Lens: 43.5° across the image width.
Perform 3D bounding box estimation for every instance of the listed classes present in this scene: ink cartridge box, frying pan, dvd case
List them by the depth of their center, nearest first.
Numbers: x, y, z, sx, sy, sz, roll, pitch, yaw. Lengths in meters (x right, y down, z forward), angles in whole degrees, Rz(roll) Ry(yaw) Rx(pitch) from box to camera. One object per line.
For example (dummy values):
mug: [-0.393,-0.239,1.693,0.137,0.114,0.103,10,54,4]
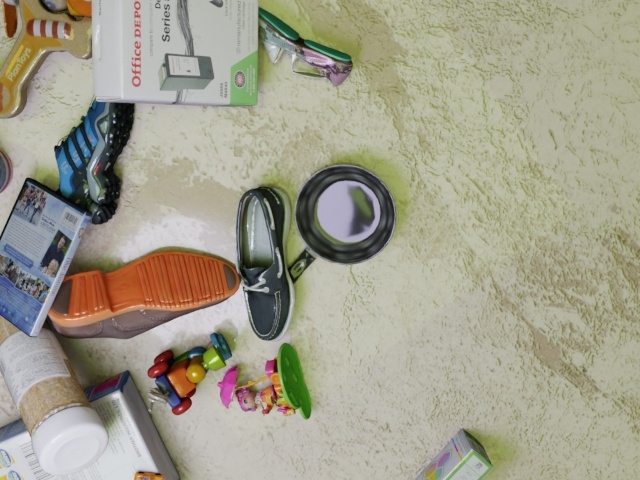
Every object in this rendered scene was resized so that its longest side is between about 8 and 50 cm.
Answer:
ink cartridge box: [-0.252,-0.340,1.420,0.273,0.115,0.198,-5,100,-38]
dvd case: [-0.535,0.028,1.489,0.180,0.022,0.253,27,93,30]
ink cartridge box: [-0.507,0.464,1.561,0.395,0.151,0.270,-24,96,-5]
frying pan: [0.029,0.008,1.567,0.197,0.053,0.326,20,107,3]
ink cartridge box: [0.245,0.488,1.605,0.062,0.109,0.209,41,96,-5]

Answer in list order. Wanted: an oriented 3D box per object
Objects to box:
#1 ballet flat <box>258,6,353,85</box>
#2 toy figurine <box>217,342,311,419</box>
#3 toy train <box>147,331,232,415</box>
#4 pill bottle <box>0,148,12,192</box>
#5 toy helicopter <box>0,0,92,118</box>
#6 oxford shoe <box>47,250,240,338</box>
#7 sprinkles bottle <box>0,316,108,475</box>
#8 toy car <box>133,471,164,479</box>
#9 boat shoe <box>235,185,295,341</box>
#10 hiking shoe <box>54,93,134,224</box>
ballet flat: [-0.047,-0.357,1.514,0.221,0.077,0.079,28,116,-4]
toy figurine: [-0.120,0.298,1.595,0.159,0.130,0.173,-14,123,15]
toy train: [-0.240,0.250,1.504,0.143,0.248,0.105,-32,97,-1]
pill bottle: [-0.654,-0.125,1.482,0.108,0.180,0.108,0,98,-1]
toy helicopter: [-0.529,-0.388,1.473,0.235,0.140,0.355,35,99,-3]
oxford shoe: [-0.339,0.114,1.564,0.364,0.133,0.130,-7,55,-11]
sprinkles bottle: [-0.506,0.258,1.462,0.121,0.121,0.355,-48,51,6]
toy car: [-0.336,0.486,1.486,0.060,0.040,0.122,25,91,-7]
boat shoe: [-0.117,0.049,1.536,0.114,0.091,0.302,-4,91,28]
hiking shoe: [-0.439,-0.186,1.510,0.132,0.113,0.304,12,94,5]
